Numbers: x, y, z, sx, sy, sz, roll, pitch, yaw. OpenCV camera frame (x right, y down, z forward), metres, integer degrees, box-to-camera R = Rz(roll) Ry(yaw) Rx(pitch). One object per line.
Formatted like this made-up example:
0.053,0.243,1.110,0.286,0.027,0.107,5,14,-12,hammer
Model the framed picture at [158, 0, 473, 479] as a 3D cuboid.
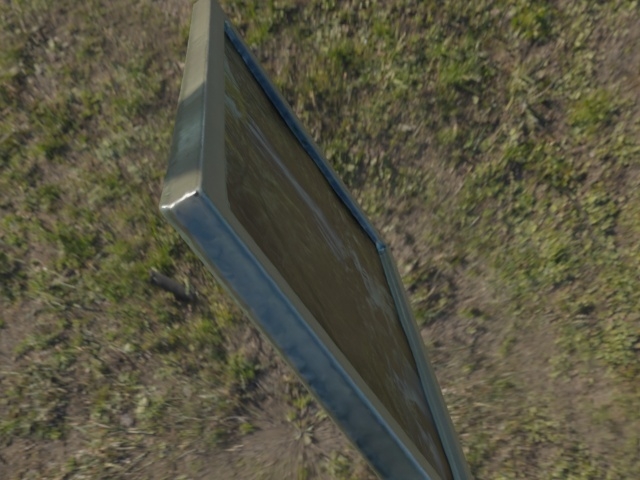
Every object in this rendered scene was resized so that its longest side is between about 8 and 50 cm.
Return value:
0.000,0.000,0.508,0.020,0.324,0.240,-32,114,11,framed picture
